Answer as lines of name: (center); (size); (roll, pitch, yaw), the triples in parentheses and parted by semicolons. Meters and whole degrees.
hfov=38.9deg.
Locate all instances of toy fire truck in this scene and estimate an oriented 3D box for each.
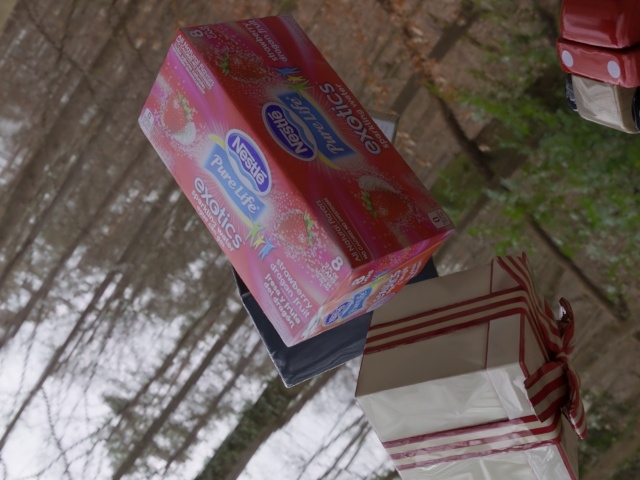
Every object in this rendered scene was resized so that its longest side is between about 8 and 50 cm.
toy fire truck: (0.302, -0.225, 0.715); (0.158, 0.217, 0.246); (40, 153, 60)

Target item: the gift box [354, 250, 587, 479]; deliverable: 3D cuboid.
gift box: (0.208, 0.176, 1.197); (0.276, 0.258, 0.255); (60, -154, -32)

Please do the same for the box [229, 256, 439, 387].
box: (0.000, 0.000, 1.528); (0.395, 0.293, 0.212); (-114, 1, -55)

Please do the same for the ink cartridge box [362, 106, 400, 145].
ink cartridge box: (0.006, -0.121, 1.211); (0.175, 0.128, 0.072); (14, -163, 7)

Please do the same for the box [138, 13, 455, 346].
box: (-0.027, -0.058, 0.772); (0.128, 0.123, 0.257); (-19, -114, -40)
